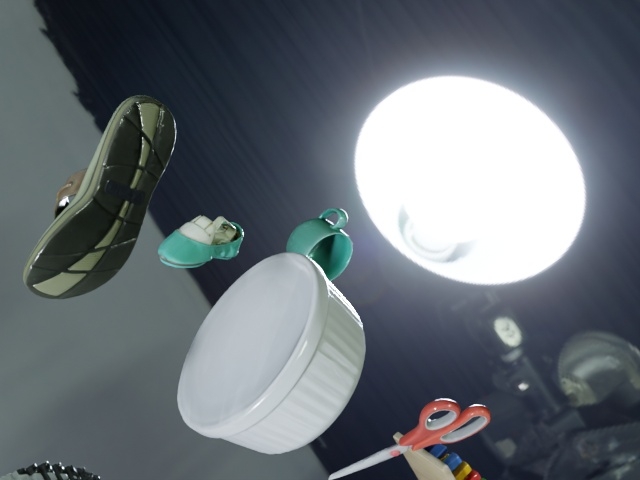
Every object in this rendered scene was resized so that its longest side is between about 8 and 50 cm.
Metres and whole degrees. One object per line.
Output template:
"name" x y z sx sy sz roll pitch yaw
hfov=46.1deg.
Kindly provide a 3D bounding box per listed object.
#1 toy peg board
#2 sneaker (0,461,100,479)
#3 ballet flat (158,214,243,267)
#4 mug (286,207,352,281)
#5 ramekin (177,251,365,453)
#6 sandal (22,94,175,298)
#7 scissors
"toy peg board" 0.247 0.446 1.489 0.079 0.161 0.161 -38 -153 -19
"sneaker" -0.424 0.376 1.049 0.234 0.106 0.078 4 -163 -36
"ballet flat" -0.213 -0.006 1.378 0.087 0.083 0.247 -66 164 11
"mug" 0.000 0.008 1.646 0.157 0.097 0.129 -42 136 -8
"ramekin" -0.058 0.159 1.015 0.273 0.127 0.273 -37 -149 27
"sandal" -0.296 -0.056 1.018 0.120 0.086 0.303 35 81 -47
"scissors" 0.137 0.325 1.173 0.297 0.109 0.021 -46 -145 34
